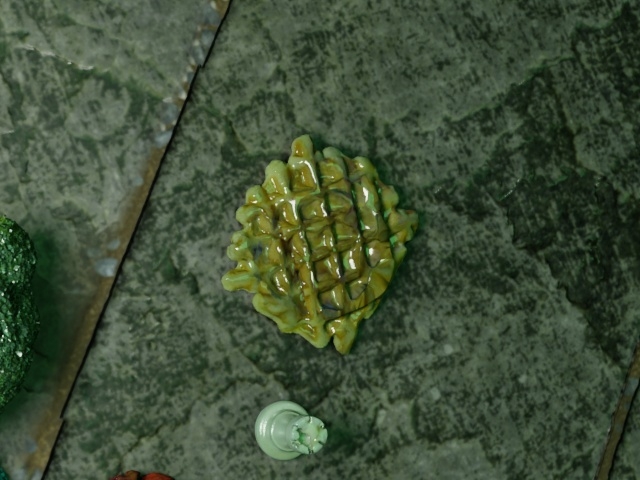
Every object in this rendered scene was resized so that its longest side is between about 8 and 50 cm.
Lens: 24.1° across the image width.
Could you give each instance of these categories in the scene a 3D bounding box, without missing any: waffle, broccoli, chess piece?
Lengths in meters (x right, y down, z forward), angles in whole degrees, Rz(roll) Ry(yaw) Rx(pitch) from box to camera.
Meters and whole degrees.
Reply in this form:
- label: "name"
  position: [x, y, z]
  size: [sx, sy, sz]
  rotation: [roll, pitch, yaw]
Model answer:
- label: "waffle"
  position: [0.000, 0.000, 1.705]
  size: [0.204, 0.054, 0.223]
  rotation: [33, 78, -15]
- label: "broccoli"
  position: [-0.406, 0.076, 1.484]
  size: [0.269, 0.254, 0.269]
  rotation: [4, 53, -6]
- label: "chess piece"
  position: [-0.028, 0.212, 1.656]
  size: [0.067, 0.103, 0.067]
  rotation: [1, 86, -20]

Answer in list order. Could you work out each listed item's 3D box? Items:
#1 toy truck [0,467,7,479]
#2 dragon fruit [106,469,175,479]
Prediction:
- label: "toy truck"
  position: [-0.349, 0.257, 1.573]
  size: [0.044, 0.039, 0.083]
  rotation: [-32, 99, -35]
- label: "dragon fruit"
  position: [-0.239, 0.305, 1.607]
  size: [0.192, 0.122, 0.092]
  rotation: [-8, 50, -17]
